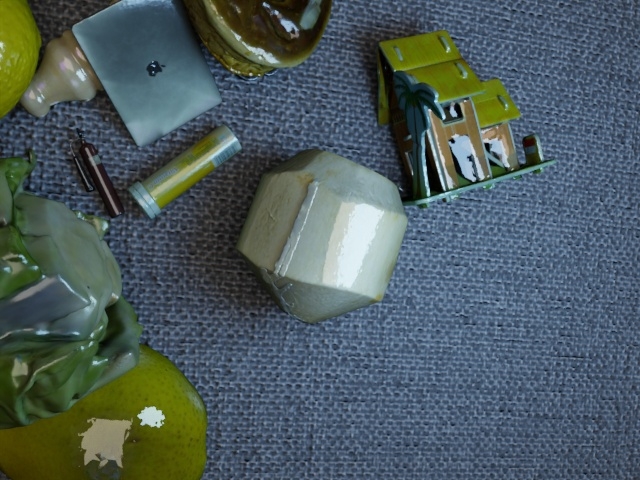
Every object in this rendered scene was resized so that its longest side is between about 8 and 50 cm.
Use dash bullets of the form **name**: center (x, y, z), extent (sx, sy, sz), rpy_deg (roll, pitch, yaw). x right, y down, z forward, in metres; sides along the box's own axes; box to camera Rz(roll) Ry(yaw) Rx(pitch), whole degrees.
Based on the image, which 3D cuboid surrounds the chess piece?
- **chess piece**: center (-0.403, -0.332, 1.310), extent (0.307, 0.139, 0.124), rpy_deg (-36, 66, -7)

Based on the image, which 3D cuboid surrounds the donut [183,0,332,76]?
- **donut**: center (-0.124, -0.458, 1.319), extent (0.330, 0.160, 0.330), rpy_deg (2, 87, -39)

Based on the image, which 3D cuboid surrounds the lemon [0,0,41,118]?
- **lemon**: center (-0.613, -0.306, 1.152), extent (0.335, 0.336, 0.336), rpy_deg (-1, 94, -15)

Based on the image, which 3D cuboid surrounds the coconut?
- **coconut**: center (0.000, 0.000, 1.353), extent (0.322, 0.323, 0.323), rpy_deg (-1, 94, -15)

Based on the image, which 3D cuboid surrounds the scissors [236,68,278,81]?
- **scissors**: center (-0.157, -0.454, 1.413), extent (0.109, 0.022, 0.300), rpy_deg (-20, 98, -17)

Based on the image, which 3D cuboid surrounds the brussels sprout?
- **brussels sprout**: center (-0.530, 0.097, 1.191), extent (0.361, 0.342, 0.425), rpy_deg (-27, 87, 11)

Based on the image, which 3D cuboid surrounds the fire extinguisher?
- **fire extinguisher**: center (-0.415, -0.121, 1.363), extent (0.049, 0.035, 0.173), rpy_deg (-18, 101, 25)

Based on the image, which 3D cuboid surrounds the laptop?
- **laptop**: center (-0.296, -0.307, 1.312), extent (0.187, 0.015, 0.269), rpy_deg (-31, 136, -10)

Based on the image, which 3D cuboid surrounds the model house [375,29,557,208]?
- **model house**: center (0.262, -0.247, 1.380), extent (0.300, 0.340, 0.324), rpy_deg (-18, 94, -15)

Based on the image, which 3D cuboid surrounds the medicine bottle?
- **medicine bottle**: center (-0.250, -0.130, 1.385), extent (0.218, 0.074, 0.074), rpy_deg (-38, 102, -12)

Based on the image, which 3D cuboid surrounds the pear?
- **pear**: center (-0.386, 0.355, 1.318), extent (0.386, 0.191, 0.341), rpy_deg (9, 91, -16)
